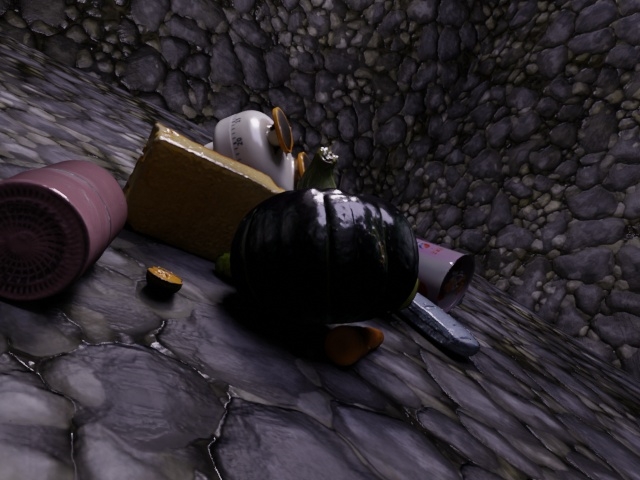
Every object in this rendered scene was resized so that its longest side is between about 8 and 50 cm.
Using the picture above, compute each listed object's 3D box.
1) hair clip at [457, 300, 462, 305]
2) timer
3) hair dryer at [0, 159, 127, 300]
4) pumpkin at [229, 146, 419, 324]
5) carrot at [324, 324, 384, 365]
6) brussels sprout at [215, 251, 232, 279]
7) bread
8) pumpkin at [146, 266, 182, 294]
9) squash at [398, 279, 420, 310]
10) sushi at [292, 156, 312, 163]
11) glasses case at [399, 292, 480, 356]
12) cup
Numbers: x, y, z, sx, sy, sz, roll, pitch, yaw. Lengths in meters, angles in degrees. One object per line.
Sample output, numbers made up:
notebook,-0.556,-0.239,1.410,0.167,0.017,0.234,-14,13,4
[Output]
hair clip,0.372,0.149,1.849,0.083,0.048,0.275,17,10,-42
timer,-0.158,-0.155,1.127,0.233,0.240,0.233,-17,90,-77
hair dryer,-0.409,-0.059,0.585,0.353,0.125,0.210,19,11,-13
pumpkin,0.000,0.000,0.845,0.296,0.295,0.296,28,10,-5
carrot,0.070,0.169,0.888,0.061,0.061,0.210,32,6,21
brussels sprout,-0.143,0.048,0.919,0.083,0.046,0.051,20,19,-42
bread,-0.204,-0.068,0.952,0.275,0.184,0.114,24,20,-24
pumpkin,-0.216,0.058,0.725,0.050,0.028,0.083,25,2,-9
squash,0.107,0.085,1.168,0.133,0.132,0.247,36,12,36
sushi,-0.099,-0.119,1.362,0.219,0.238,0.224,19,46,-9
glasses case,0.260,0.185,1.266,0.109,0.067,0.282,16,14,-42
cup,0.306,0.077,1.649,0.289,0.202,0.203,28,8,36
